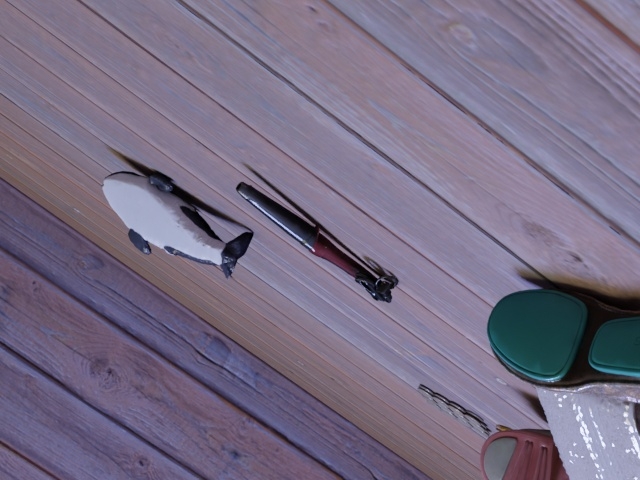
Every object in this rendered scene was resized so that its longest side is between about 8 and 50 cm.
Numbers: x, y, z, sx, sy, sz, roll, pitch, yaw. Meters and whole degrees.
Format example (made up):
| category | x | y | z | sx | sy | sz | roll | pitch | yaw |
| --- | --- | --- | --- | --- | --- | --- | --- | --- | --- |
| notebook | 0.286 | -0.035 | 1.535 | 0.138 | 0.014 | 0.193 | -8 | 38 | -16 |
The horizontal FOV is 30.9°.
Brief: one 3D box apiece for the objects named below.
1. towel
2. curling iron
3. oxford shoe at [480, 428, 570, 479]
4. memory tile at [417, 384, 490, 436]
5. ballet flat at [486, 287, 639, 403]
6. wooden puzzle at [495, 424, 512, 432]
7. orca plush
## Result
| category | x | y | z | sx | sy | sz | roll | pitch | yaw |
| --- | --- | --- | --- | --- | --- | --- | --- | --- | --- |
| towel | 0.365 | 0.280 | 1.440 | 0.187 | 0.049 | 0.282 | 15 | 135 | 57 |
| curling iron | 0.000 | 0.000 | 1.558 | 0.274 | 0.035 | 0.068 | 37 | 164 | -18 |
| oxford shoe | 0.435 | 0.353 | 1.673 | 0.397 | 0.140 | 0.146 | 20 | -167 | 35 |
| memory tile | 0.257 | 0.328 | 2.230 | 0.148 | 0.012 | 0.113 | 27 | 166 | 32 |
| ballet flat | 0.281 | 0.116 | 1.114 | 0.106 | 0.107 | 0.316 | 31 | 172 | -24 |
| wooden puzzle | 0.360 | 0.371 | 2.122 | 0.116 | 0.014 | 0.078 | 39 | 167 | -27 |
| orca plush | -0.228 | -0.046 | 1.952 | 0.287 | 0.102 | 0.151 | 16 | 116 | 28 |
